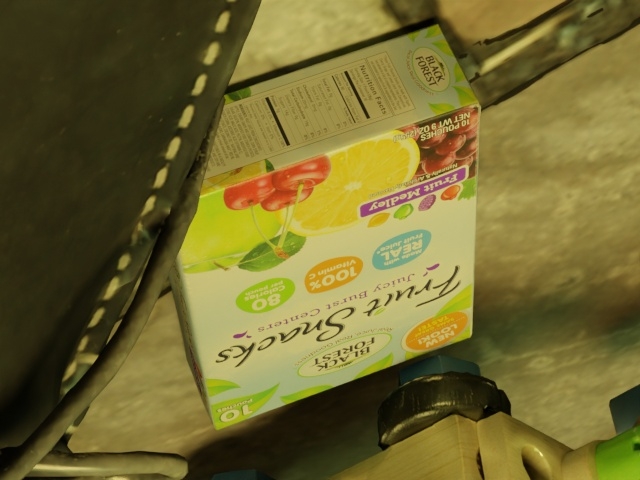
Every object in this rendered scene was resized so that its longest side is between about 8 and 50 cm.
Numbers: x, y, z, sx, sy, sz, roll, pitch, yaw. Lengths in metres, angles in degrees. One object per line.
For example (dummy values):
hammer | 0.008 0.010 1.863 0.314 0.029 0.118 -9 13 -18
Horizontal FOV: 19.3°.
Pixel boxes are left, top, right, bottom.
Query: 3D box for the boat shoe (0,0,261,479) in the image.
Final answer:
boat shoe | -0.130 0.036 0.467 0.186 0.156 0.500 8 132 -42

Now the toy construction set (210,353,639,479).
toy construction set | 0.058 0.137 0.747 0.327 0.151 0.215 -43 132 20

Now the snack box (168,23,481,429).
snack box | 0.000 0.000 0.616 0.100 0.037 0.141 -18 148 -9
